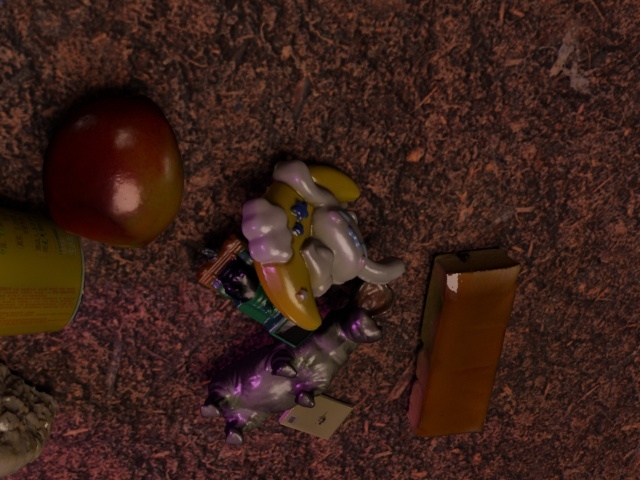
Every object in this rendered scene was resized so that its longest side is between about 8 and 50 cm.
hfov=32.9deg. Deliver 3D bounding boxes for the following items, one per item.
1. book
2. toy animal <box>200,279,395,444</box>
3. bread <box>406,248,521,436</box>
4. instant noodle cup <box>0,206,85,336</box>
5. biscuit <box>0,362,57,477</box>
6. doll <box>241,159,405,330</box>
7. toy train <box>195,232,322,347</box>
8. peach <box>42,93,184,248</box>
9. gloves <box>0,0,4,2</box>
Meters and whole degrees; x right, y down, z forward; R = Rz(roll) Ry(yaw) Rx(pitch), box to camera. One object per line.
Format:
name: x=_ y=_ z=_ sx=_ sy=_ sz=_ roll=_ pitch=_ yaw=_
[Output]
book: x=-0.008 y=0.297 z=1.847 sx=0.111 sy=0.014 sz=0.077 roll=26 pitch=111 yaw=-35
toy animal: x=-0.023 y=0.185 z=1.663 sx=0.343 sy=0.168 sz=0.106 roll=-34 pitch=104 yaw=2
bread: x=0.236 y=0.182 z=1.839 sx=0.138 sy=0.077 sz=0.361 roll=-8 pitch=125 yaw=-21
instant noodle cup: x=-0.435 y=0.036 z=1.368 sx=0.236 sy=0.215 sz=0.215 roll=5 pitch=121 yaw=-38
biscuit: x=-0.495 y=0.233 z=1.493 sx=0.084 sy=0.179 sz=0.281 roll=-29 pitch=125 yaw=24
doll: x=0.000 y=0.000 z=1.538 sx=0.237 sy=0.111 sz=0.252 roll=-43 pitch=108 yaw=-43
toy train: x=-0.082 y=0.073 z=1.581 sx=0.091 sy=0.136 sz=0.228 roll=-46 pitch=130 yaw=11
peach: x=-0.257 y=-0.091 z=1.365 sx=0.197 sy=0.197 sz=0.197 roll=-12 pitch=126 yaw=-17
gloves: x=-0.399 y=-0.301 z=1.215 sx=0.229 sy=0.097 sz=0.119 roll=-29 pitch=160 yaw=-9
